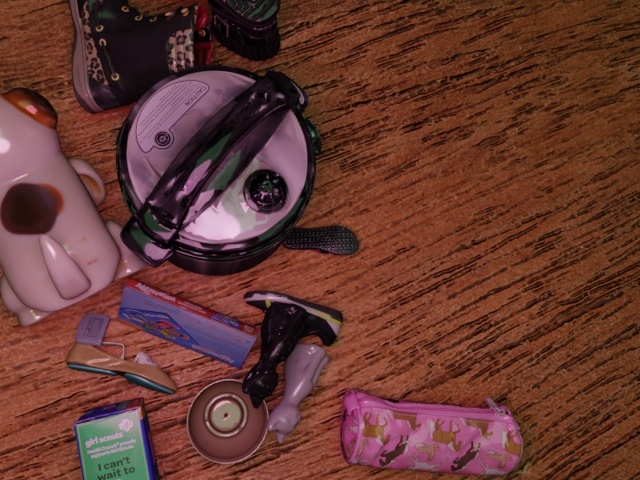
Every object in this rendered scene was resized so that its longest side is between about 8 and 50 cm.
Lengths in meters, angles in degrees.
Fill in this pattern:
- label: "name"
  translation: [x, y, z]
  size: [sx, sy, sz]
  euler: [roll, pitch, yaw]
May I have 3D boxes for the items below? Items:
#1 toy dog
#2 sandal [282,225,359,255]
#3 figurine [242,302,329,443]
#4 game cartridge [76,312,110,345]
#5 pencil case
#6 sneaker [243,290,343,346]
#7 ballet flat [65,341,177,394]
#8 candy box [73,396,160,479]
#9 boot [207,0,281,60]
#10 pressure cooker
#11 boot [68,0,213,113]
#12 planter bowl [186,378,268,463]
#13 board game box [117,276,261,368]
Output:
- label: "toy dog"
  translation: [-0.546, -0.066, 1.106]
  size: [0.284, 0.395, 0.408]
  euler: [-27, 96, -5]
- label: "sandal"
  translation: [0.000, 0.000, 1.379]
  size: [0.179, 0.040, 0.067]
  euler: [4, 74, 4]
- label: "figurine"
  translation: [-0.075, 0.272, 1.203]
  size: [0.092, 0.215, 0.209]
  euler: [0, 43, 26]
- label: "game cartridge"
  translation: [-0.471, 0.183, 1.237]
  size: [0.056, 0.083, 0.017]
  euler: [13, 123, -11]
- label: "pencil case"
  translation: [0.228, 0.413, 1.291]
  size: [0.386, 0.160, 0.167]
  euler: [6, 80, -9]
- label: "sneaker"
  translation: [-0.060, 0.175, 1.310]
  size: [0.234, 0.084, 0.097]
  euler: [17, 80, -8]
- label: "ballet flat"
  translation: [-0.400, 0.253, 1.236]
  size: [0.232, 0.080, 0.073]
  euler: [18, 64, -9]
- label: "candy box"
  translation: [-0.356, 0.464, 1.109]
  size: [0.122, 0.268, 0.317]
  euler: [-12, 84, -16]
- label: "boot"
  translation: [-0.225, -0.552, 1.306]
  size: [0.131, 0.260, 0.348]
  euler: [-44, 94, -4]
- label: "pressure cooker"
  translation: [-0.193, -0.130, 1.161]
  size: [0.375, 0.420, 0.370]
  euler: [-2, 82, -11]
- label: "boot"
  translation: [-0.380, -0.466, 1.277]
  size: [0.284, 0.138, 0.378]
  euler: [-2, 84, 12]
- label: "planter bowl"
  translation: [-0.193, 0.365, 1.239]
  size: [0.162, 0.109, 0.162]
  euler: [2, 81, -11]
- label: "board game box"
  translation: [-0.275, 0.175, 1.241]
  size: [0.281, 0.145, 0.027]
  euler: [23, 46, -7]
